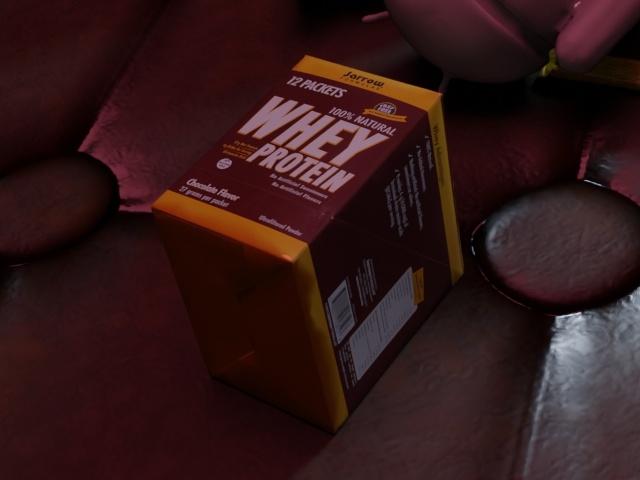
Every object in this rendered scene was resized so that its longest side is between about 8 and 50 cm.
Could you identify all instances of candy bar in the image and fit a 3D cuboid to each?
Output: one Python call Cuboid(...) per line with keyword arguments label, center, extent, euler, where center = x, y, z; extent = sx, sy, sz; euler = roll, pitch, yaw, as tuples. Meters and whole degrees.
Cuboid(label="candy bar", center=(0.284, -0.155, 1.195), extent=(0.161, 0.018, 0.040), euler=(15, 54, 26))

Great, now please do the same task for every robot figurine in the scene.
Cuboid(label="robot figurine", center=(0.194, -0.286, 1.168), extent=(0.353, 0.199, 0.300), euler=(-45, 53, 19))

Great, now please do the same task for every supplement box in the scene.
Cuboid(label="supplement box", center=(0.000, 0.000, 0.981), extent=(0.129, 0.191, 0.194), euler=(21, 52, 31))
